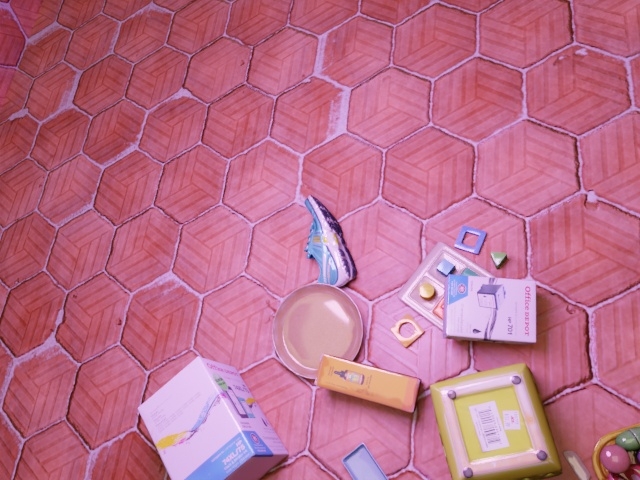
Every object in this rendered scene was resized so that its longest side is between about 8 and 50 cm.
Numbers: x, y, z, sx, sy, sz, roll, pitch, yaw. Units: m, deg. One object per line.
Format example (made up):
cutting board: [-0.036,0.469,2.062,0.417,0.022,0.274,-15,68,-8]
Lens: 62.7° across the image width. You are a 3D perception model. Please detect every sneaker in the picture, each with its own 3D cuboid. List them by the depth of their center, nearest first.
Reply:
sneaker: [0.000,0.000,1.398,0.110,0.107,0.275,-28,61,18]

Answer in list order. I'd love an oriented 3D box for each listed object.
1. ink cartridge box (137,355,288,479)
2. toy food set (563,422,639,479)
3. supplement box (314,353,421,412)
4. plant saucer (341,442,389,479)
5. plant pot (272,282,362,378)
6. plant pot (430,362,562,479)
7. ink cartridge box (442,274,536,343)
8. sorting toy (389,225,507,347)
ink cartridge box: [-0.253,0.452,1.245,0.197,0.198,0.270,-41,62,1]
toy food set: [0.604,0.430,1.012,0.217,0.071,0.128,-24,62,9]
supplement box: [0.110,0.326,1.214,0.233,0.080,0.078,12,81,15]
plant saucer: [0.127,0.551,1.168,0.067,0.018,0.192,-39,60,1]
plant pot: [-0.006,0.227,1.326,0.236,0.032,0.236,-3,77,15]
plant pot: [0.344,0.373,1.055,0.227,0.207,0.228,-16,65,13]
ink cartridge box: [0.375,0.155,1.175,0.190,0.082,0.140,3,76,8]
sorting toy: [0.306,0.116,1.264,0.196,0.047,0.348,36,84,28]
